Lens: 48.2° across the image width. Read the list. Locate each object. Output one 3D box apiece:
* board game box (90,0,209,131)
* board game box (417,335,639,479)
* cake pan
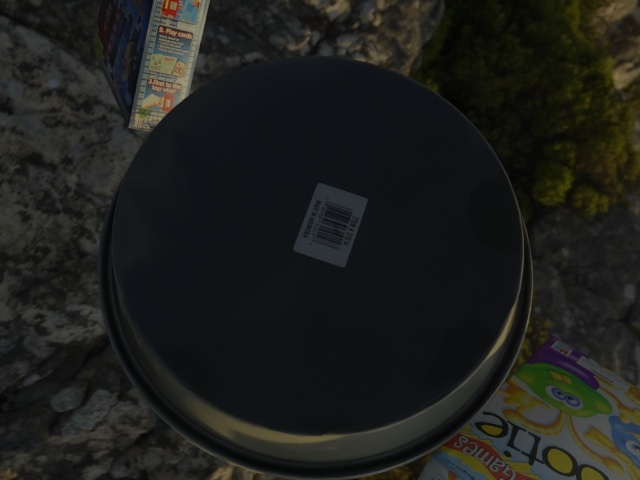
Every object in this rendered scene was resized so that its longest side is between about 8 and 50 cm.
[{"bbox_3d":[-0.173,-0.246,0.751,0.060,0.194,0.194,4,37,-35],"label":"board game box"},{"bbox_3d":[0.173,0.204,0.561,0.144,0.142,0.275,33,26,24],"label":"board game box"},{"bbox_3d":[0.000,0.000,0.462,0.293,0.054,0.293,1,68,-3],"label":"cake pan"}]
